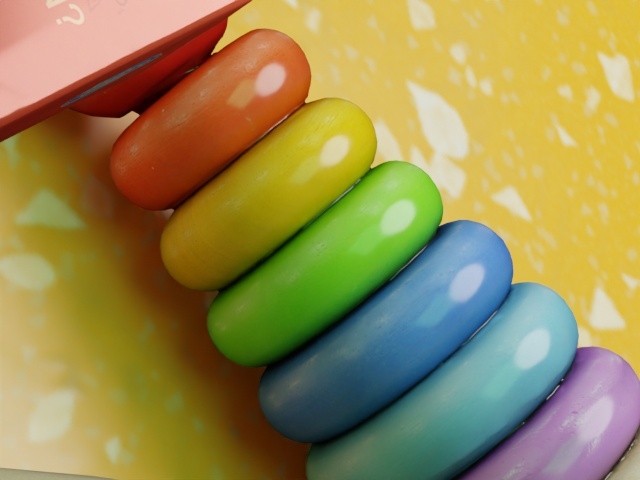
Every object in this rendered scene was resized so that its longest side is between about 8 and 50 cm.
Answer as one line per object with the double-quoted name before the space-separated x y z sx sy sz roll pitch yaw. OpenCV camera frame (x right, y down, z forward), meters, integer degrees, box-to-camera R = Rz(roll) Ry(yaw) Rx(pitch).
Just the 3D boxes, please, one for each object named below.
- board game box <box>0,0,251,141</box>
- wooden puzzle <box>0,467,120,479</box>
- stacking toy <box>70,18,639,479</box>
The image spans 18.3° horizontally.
"board game box" -0.184 -0.102 0.459 0.316 0.064 0.242 -35 98 -46
"wooden puzzle" -0.130 0.178 0.615 0.221 0.044 0.238 11 63 -38
"stacking toy" 0.000 0.000 0.767 0.330 0.141 0.141 52 45 -4
